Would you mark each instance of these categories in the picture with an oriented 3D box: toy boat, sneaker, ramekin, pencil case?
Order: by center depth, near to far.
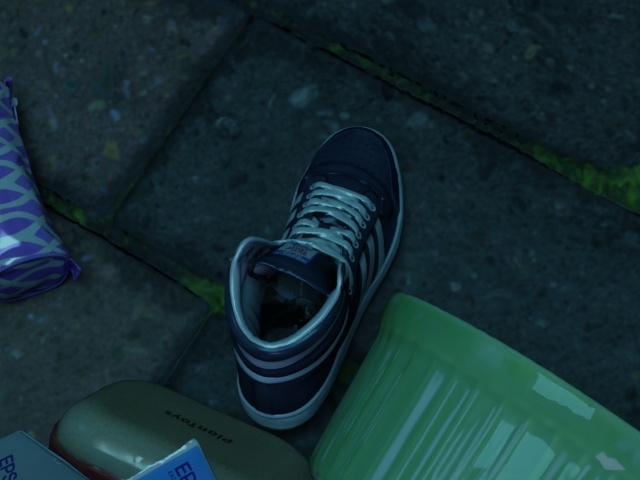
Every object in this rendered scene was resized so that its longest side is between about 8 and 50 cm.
[{"bbox_3d":[0.138,0.181,1.123,0.303,0.303,0.148,33,85,16],"label":"ramekin"},{"bbox_3d":[-0.110,0.218,1.235,0.231,0.151,0.151,23,105,15],"label":"toy boat"},{"bbox_3d":[0.000,0.000,1.261,0.099,0.153,0.282,14,63,12],"label":"sneaker"},{"bbox_3d":[-0.283,-0.048,1.366,0.088,0.086,0.206,-11,68,-27],"label":"pencil case"}]

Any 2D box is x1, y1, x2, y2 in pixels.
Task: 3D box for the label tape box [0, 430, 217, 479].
[{"bbox_3d":[-0.215,0.277,1.147,0.348,0.249,0.115,-26,35,-4],"label":"label tape box"}]
